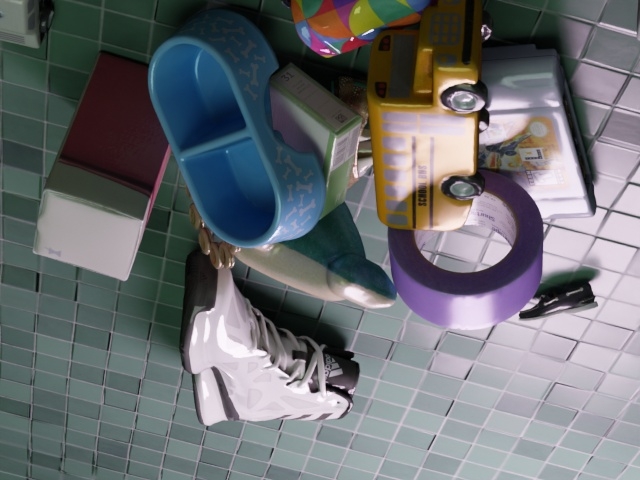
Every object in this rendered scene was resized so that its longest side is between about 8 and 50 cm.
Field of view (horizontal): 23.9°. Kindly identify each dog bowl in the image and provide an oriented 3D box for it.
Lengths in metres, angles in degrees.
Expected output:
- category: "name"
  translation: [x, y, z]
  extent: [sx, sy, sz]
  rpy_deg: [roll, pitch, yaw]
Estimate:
- category: "dog bowl"
  translation: [-0.107, -0.126, 1.810]
  extent: [0.166, 0.074, 0.297]
  rpy_deg: [-15, 101, 40]

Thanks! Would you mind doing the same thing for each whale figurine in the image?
- category: "whale figurine"
  translation: [0.000, 0.000, 1.964]
  extent: [0.216, 0.141, 0.272]
  rpy_deg: [25, -179, -36]

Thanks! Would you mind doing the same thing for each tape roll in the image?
- category: "tape roll"
  translation: [0.178, 0.009, 1.848]
  extent: [0.189, 0.189, 0.080]
  rpy_deg: [5, 147, 11]

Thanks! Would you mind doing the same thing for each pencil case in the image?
- category: "pencil case"
  translation: [0.074, -0.280, 1.657]
  extent: [0.236, 0.104, 0.104]
  rpy_deg: [-15, 136, 32]

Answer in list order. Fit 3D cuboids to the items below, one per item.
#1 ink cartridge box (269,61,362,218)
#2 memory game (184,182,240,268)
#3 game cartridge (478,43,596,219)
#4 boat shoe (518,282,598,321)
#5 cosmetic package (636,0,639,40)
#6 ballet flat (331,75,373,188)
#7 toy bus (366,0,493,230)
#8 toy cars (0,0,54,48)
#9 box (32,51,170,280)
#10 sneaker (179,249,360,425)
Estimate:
- category: "ink cartridge box"
  translation: [-0.061, -0.153, 1.882]
  extent: [0.235, 0.056, 0.171]
  rpy_deg: [40, 149, 19]
- category: "memory game"
  translation: [-0.144, -0.051, 1.984]
  extent: [0.012, 0.186, 0.186]
  rpy_deg: [-12, 151, -23]
- category: "game cartridge"
  translation: [0.219, -0.121, 1.860]
  extent: [0.198, 0.062, 0.297]
  rpy_deg: [-6, 143, 18]
- category: "boat shoe"
  translation: [0.331, 0.089, 2.131]
  extent: [0.125, 0.038, 0.046]
  rpy_deg: [-16, 177, 42]
- category: "cosmetic package"
  translation: [0.400, -0.301, 1.479]
  extent: [0.151, 0.151, 0.183]
  rpy_deg: [8, 145, 6]
- category: "ballet flat"
  translation: [0.045, -0.125, 1.904]
  extent: [0.067, 0.073, 0.206]
  rpy_deg: [0, 147, -1]
- category: "toy bus"
  translation: [0.123, -0.137, 1.699]
  extent: [0.130, 0.108, 0.332]
  rpy_deg: [4, 151, 7]
- category: "toy cars"
  translation: [-0.301, -0.316, 1.731]
  extent: [0.394, 0.087, 0.176]
  rpy_deg: [-22, 132, 39]
- category: "box"
  translation: [-0.260, -0.093, 1.899]
  extent: [0.127, 0.232, 0.148]
  rpy_deg: [18, 145, -5]
- category: "sneaker"
  translation: [-0.069, 0.147, 2.265]
  extent: [0.258, 0.169, 0.447]
  rpy_deg: [1, 152, 2]
